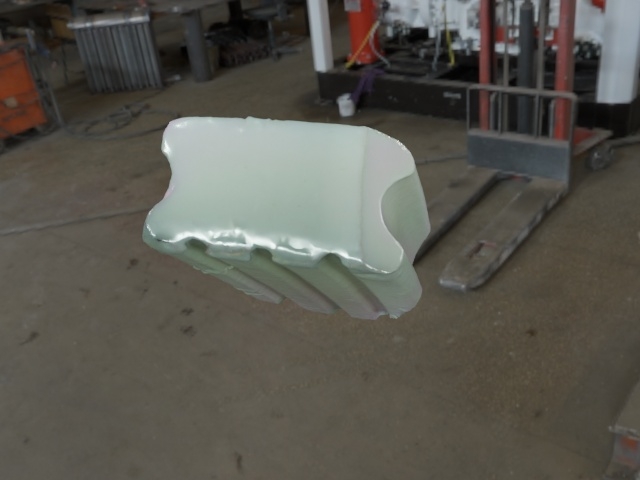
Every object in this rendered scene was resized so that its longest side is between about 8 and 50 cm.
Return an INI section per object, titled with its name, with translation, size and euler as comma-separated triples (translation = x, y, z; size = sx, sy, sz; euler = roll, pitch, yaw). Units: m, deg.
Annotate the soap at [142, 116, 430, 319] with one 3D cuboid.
[soap]
translation = 0.000, 0.000, 0.674
size = 0.208, 0.115, 0.347
euler = 7, -12, 14
